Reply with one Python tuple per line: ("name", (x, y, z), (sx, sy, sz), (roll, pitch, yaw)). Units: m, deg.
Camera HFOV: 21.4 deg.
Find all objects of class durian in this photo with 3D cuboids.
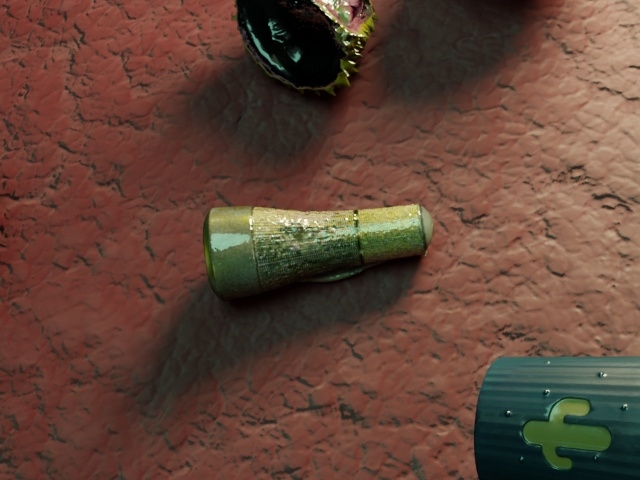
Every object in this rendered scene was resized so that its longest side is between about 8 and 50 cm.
("durian", (-0.004, -0.215, 1.636), (0.108, 0.119, 0.187), (-18, 59, -43))

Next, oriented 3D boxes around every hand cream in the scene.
("hand cream", (0.000, 0.000, 1.501), (0.203, 0.084, 0.084), (-8, 57, 3))

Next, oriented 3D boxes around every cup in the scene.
("cup", (0.206, 0.170, 1.311), (0.155, 0.131, 0.176), (5, 86, 24))
